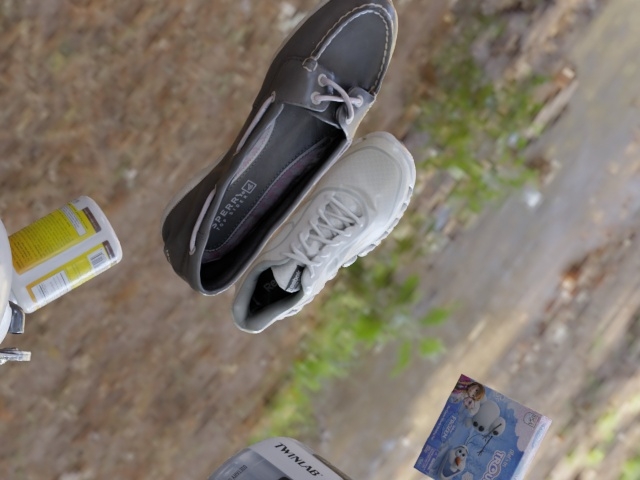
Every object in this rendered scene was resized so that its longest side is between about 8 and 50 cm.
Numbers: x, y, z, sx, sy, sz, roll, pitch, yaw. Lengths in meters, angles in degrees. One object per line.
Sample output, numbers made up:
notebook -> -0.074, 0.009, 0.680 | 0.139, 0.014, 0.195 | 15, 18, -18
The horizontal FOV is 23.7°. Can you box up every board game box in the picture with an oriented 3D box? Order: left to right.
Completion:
board game box -> 0.133, 0.169, 1.264 | 0.020, 0.090, 0.090 | 30, 86, -51

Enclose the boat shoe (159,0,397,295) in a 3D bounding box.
boat shoe -> -0.028, -0.086, 1.438 | 0.112, 0.095, 0.335 | 26, 111, -36

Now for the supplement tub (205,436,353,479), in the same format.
supplement tub -> 0.022, 0.350, 1.524 | 0.193, 0.316, 0.194 | -29, 135, -35

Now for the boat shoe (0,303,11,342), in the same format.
boat shoe -> -0.366, 0.018, 1.431 | 0.108, 0.102, 0.301 | -23, 149, -17

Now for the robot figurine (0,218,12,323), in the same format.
robot figurine -> -0.374, 0.014, 1.158 | 0.209, 0.278, 0.174 | 180, -77, -88

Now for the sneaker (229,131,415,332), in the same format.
sneaker -> 0.000, 0.000, 1.747 | 0.292, 0.110, 0.118 | -49, 179, 22

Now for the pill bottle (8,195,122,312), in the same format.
pill bottle -> -0.415, 0.030, 2.297 | 0.215, 0.117, 0.117 | -30, 151, -15

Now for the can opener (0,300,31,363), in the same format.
can opener -> -0.455, 0.103, 1.748 | 0.076, 0.283, 0.095 | 12, 82, -66
